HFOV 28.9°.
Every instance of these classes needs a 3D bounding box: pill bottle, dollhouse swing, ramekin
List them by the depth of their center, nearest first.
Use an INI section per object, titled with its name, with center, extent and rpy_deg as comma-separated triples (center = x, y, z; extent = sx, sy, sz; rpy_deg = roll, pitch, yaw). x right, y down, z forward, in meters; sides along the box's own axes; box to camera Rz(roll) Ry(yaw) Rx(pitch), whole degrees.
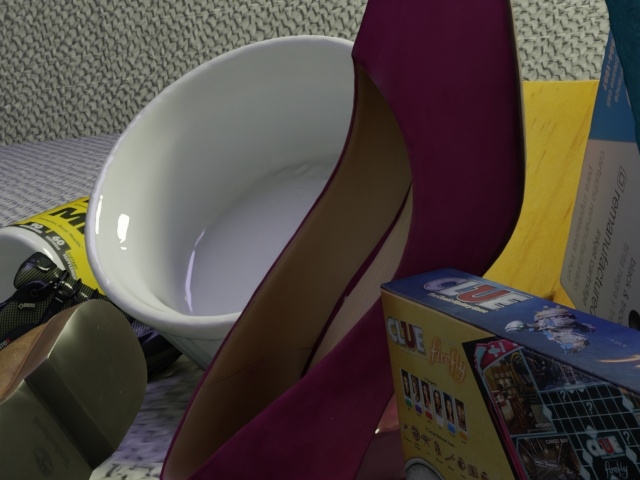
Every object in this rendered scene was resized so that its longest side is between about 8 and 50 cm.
[ramekin]
center = -0.033, -0.016, 0.979
extent = 0.277, 0.135, 0.277
rpy_deg = -13, 51, 17
[dollhouse swing]
center = 0.224, 0.017, 1.111
extent = 0.347, 0.305, 0.315
rpy_deg = 7, 61, 50
[pill bottle]
center = -0.248, 0.021, 1.264
extent = 0.119, 0.119, 0.208
rpy_deg = -2, 14, 26

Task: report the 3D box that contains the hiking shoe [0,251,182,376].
[hiking shoe]
center = -0.212, 0.065, 1.051
extent = 0.227, 0.114, 0.086
rpy_deg = -10, 13, -7

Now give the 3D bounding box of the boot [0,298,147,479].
[boot]
center = -0.208, 0.145, 0.712
extent = 0.115, 0.112, 0.305
rpy_deg = -19, 17, 24

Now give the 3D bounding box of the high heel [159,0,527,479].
[high heel]
center = 0.000, 0.000, 0.652
extent = 0.181, 0.377, 0.127
rpy_deg = -6, 28, -12

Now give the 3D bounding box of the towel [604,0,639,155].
[towel]
center = 0.225, 0.031, 0.338
extent = 0.271, 0.370, 0.040
rpy_deg = -10, -3, -12

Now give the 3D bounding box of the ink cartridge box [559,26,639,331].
[ink cartridge box]
center = 0.256, 0.016, 0.528
extent = 0.197, 0.198, 0.270
rpy_deg = -7, 38, -12

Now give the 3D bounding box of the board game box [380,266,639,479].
[board game box]
center = 0.104, 0.112, 0.509
extent = 0.042, 0.165, 0.243
rpy_deg = -13, 14, -20
